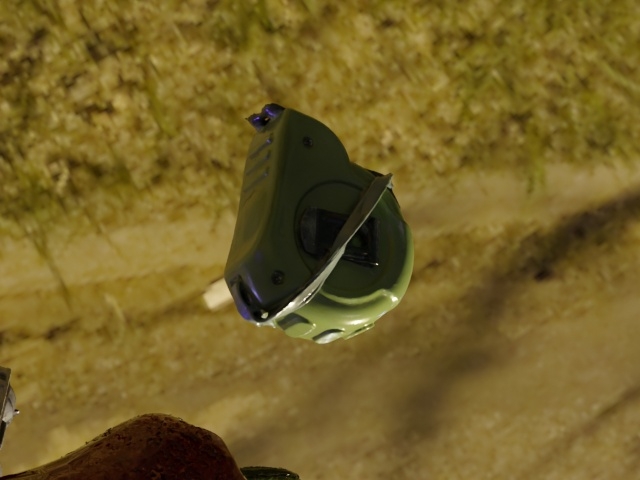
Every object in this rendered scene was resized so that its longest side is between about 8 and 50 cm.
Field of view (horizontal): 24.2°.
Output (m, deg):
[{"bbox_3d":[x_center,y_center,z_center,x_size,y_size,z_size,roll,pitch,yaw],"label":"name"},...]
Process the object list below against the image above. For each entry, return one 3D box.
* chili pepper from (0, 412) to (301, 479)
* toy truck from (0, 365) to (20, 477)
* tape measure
[{"bbox_3d":[-0.138,0.158,0.735,0.388,0.110,0.110,-15,146,-45],"label":"chili pepper"},{"bbox_3d":[-0.281,0.178,0.907,0.124,0.114,0.253,25,110,-15],"label":"toy truck"},{"bbox_3d":[0.000,0.000,1.320,0.175,0.200,0.106,23,150,-21],"label":"tape measure"}]
